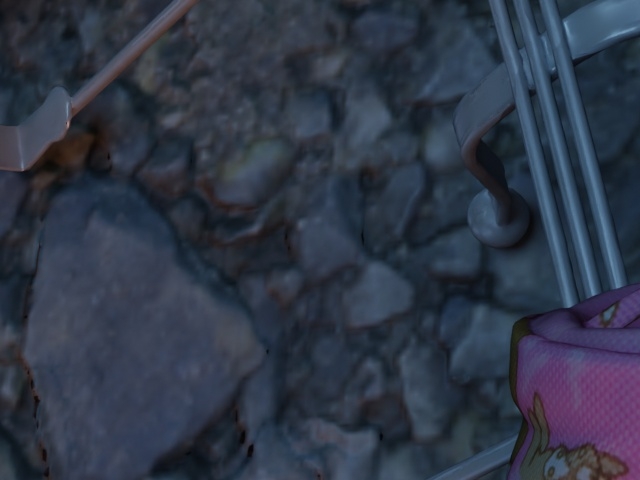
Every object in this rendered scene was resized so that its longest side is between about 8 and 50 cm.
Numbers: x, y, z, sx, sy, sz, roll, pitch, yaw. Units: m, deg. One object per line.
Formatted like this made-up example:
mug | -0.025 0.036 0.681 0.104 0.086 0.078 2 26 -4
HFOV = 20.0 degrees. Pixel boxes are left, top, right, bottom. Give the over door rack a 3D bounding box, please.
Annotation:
over door rack | 0.000 0.000 0.615 0.324 0.108 0.239 -27 61 34

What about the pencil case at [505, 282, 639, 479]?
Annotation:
pencil case | 0.117 0.196 0.386 0.167 0.160 0.386 5 93 50
